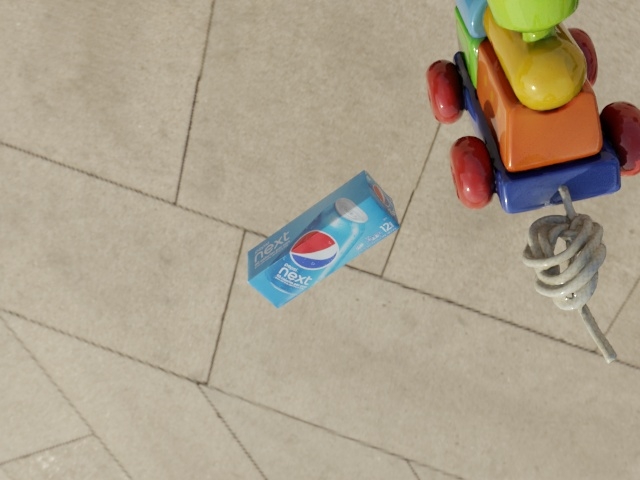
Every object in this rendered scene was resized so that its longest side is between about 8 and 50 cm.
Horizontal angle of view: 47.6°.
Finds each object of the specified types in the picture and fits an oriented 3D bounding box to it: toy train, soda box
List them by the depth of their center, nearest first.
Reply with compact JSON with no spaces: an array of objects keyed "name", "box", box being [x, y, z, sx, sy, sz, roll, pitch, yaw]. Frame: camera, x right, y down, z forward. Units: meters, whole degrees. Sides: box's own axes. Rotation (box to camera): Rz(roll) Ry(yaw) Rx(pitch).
[{"name":"toy train","box":[0.113,-0.080,0.366,0.105,0.248,0.143,-13,132,8]},{"name":"soda box","box":[0.000,0.000,0.979,0.210,0.071,0.067,-35,121,19]}]
